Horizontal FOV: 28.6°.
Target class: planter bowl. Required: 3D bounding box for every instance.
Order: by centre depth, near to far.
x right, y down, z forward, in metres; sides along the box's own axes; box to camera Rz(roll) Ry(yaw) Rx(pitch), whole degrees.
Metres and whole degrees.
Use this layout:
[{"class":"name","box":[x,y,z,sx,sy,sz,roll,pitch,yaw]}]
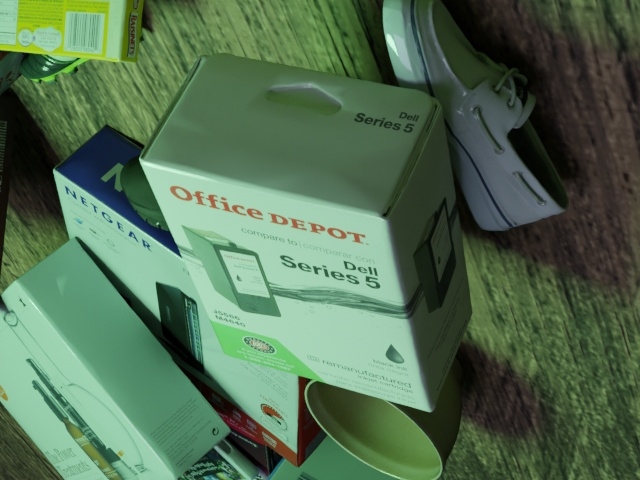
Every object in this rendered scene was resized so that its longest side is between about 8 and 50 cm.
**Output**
[{"class":"planter bowl","box":[0.080,0.157,1.290,0.162,0.109,0.162,27,149,18]}]

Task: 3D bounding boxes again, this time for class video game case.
[{"class":"video game case","box":[-0.181,0.254,1.615,0.173,0.022,0.190,45,150,-9]}]

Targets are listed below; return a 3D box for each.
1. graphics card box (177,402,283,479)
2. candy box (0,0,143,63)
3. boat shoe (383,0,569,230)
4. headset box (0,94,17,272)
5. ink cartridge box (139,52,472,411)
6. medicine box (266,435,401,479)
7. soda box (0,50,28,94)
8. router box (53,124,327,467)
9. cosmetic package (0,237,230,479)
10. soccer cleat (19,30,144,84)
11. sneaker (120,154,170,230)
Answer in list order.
[{"class":"graphics card box","box":[-0.133,0.254,1.679,0.233,0.094,0.371,27,150,19]},{"class":"candy box","box":[-0.236,-0.217,1.123,0.206,0.105,0.027,12,-174,38]},{"class":"boat shoe","box":[0.122,-0.102,0.927,0.076,0.083,0.226,-10,135,28]},{"class":"headset box","box":[-0.463,-0.027,1.441,0.218,0.293,0.110,4,179,44]},{"class":"ink cartridge box","box":[0.000,0.000,0.977,0.198,0.114,0.273,13,148,22]},{"class":"medicine box","box":[-0.017,0.423,1.618,0.149,0.263,0.289,27,149,19]},{"class":"soda box","box":[-0.403,-0.258,1.251,0.263,0.083,0.092,39,150,-1]},{"class":"router box","box":[-0.130,0.068,1.390,0.335,0.082,0.301,33,151,20]},{"class":"cosmetic package","box":[-0.295,0.175,1.538,0.284,0.097,0.377,53,150,-3]},{"class":"soccer cleat","box":[-0.236,-0.198,1.191,0.179,0.060,0.072,-11,116,45]},{"class":"sneaker","box":[-0.082,-0.085,1.150,0.286,0.109,0.130,-3,126,37]}]
